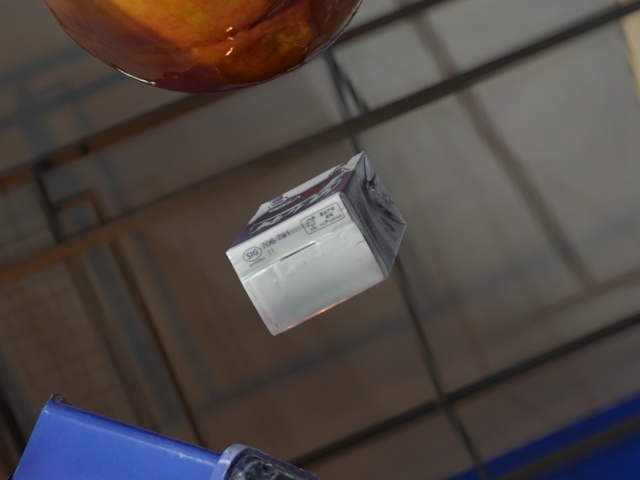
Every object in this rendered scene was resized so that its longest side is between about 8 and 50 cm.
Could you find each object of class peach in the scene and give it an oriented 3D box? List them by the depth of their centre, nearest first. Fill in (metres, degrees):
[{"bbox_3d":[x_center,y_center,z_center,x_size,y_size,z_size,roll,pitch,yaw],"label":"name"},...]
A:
[{"bbox_3d":[-0.105,-0.308,1.848,0.301,0.343,0.343,22,148,32],"label":"peach"}]

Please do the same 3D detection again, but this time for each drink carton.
[{"bbox_3d":[0.001,-0.001,1.978,0.102,0.134,0.222,59,-166,-8],"label":"drink carton"}]

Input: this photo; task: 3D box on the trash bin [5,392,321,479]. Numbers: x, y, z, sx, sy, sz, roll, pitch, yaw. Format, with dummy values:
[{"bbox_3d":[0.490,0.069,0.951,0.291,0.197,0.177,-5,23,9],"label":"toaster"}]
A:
[{"bbox_3d":[-0.130,0.231,1.537,0.234,0.184,0.162,19,170,31],"label":"trash bin"}]
